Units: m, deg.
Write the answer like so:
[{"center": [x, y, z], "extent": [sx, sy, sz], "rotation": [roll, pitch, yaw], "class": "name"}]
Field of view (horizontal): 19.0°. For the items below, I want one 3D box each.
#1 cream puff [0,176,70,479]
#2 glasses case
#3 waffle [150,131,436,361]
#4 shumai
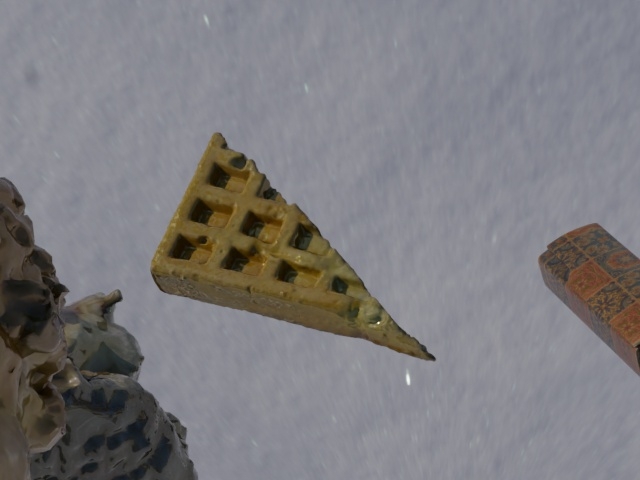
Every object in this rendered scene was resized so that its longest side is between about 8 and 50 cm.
[{"center": [-0.263, 0.027, 0.734], "extent": [0.327, 0.343, 0.231], "rotation": [-1, 87, -24], "class": "cream puff"}, {"center": [0.285, 0.053, 1.819], "extent": [0.075, 0.218, 0.049], "rotation": [-24, 118, -8], "class": "glasses case"}, {"center": [0.000, 0.000, 1.177], "extent": [0.191, 0.032, 0.125], "rotation": [12, 58, 19], "class": "waffle"}, {"center": [-0.252, 0.164, 1.577], "extent": [0.267, 0.314, 0.262], "rotation": [-24, 41, -5], "class": "shumai"}]
